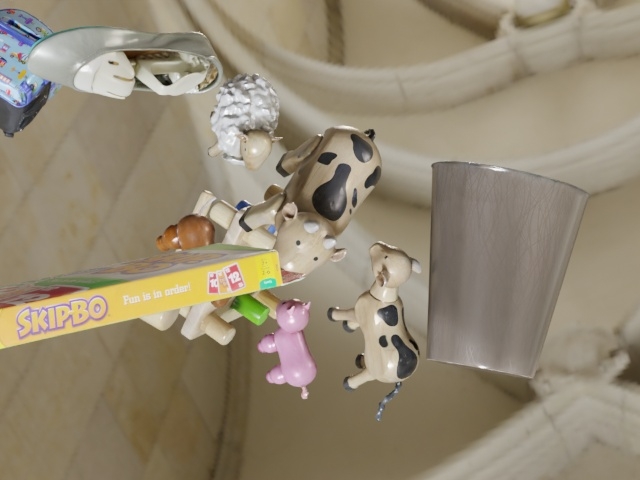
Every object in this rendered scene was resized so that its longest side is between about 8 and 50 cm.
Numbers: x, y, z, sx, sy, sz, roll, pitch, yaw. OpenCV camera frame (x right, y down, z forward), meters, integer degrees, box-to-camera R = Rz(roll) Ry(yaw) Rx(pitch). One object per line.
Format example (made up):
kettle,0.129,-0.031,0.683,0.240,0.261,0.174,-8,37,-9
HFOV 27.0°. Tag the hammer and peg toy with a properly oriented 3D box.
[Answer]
hammer and peg toy,-0.140,0.042,2.227,0.127,0.266,0.361,34,-157,17

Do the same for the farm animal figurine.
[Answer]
farm animal figurine,0.000,0.000,1.533,0.172,0.330,0.326,-23,-134,53

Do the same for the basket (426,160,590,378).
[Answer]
basket,0.206,0.040,1.561,0.204,0.227,0.154,12,174,-27

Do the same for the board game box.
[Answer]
board game box,-0.150,0.038,1.013,0.259,0.039,0.124,-9,-173,-25

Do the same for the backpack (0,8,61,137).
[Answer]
backpack,-0.441,-0.259,1.905,0.173,0.158,0.117,-55,180,-38

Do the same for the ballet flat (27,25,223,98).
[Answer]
ballet flat,-0.186,-0.173,1.329,0.213,0.072,0.068,-9,-125,-41
